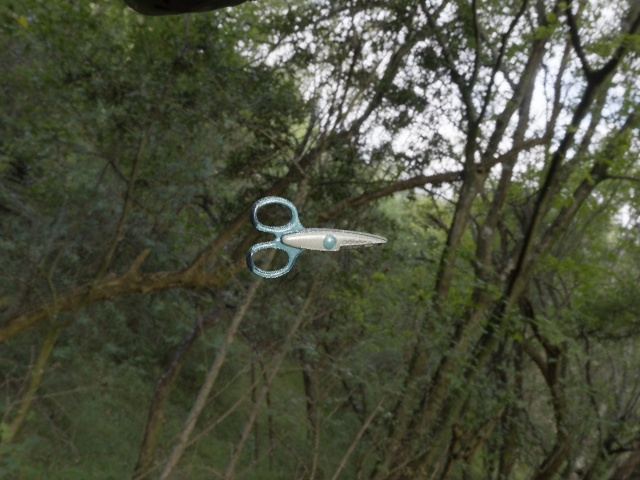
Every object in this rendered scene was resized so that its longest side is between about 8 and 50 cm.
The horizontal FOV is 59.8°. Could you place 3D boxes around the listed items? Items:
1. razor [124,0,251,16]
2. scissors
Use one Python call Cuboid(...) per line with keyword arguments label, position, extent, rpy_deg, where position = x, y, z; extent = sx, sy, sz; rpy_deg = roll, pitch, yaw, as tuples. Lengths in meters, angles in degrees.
Cuboid(label="razor", position=(-0.069, -0.291, 0.257), extent=(0.113, 0.204, 0.349), rpy_deg=(18, -34, 22))
Cuboid(label="scissors", position=(0.000, 0.000, 0.415), extent=(0.119, 0.058, 0.014), rpy_deg=(4, 4, -32))
